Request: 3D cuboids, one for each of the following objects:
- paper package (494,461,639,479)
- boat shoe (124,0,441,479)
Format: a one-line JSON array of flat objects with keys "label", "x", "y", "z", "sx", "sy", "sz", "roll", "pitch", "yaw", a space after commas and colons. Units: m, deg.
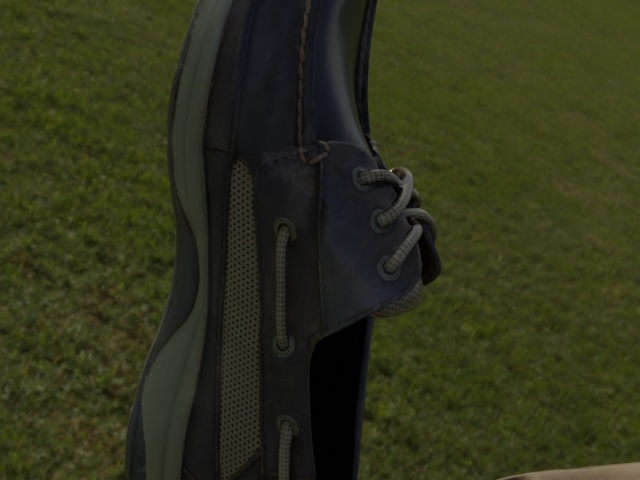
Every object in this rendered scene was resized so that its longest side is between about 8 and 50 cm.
[{"label": "paper package", "x": 0.175, "y": 0.333, "z": 0.504, "sx": 0.168, "sy": 0.324, "sz": 0.309, "roll": -6, "pitch": 30, "yaw": -20}, {"label": "boat shoe", "x": 0.000, "y": 0.000, "z": 0.517, "sx": 0.130, "sy": 0.355, "sz": 0.132, "roll": 17, "pitch": 19, "yaw": 19}]
